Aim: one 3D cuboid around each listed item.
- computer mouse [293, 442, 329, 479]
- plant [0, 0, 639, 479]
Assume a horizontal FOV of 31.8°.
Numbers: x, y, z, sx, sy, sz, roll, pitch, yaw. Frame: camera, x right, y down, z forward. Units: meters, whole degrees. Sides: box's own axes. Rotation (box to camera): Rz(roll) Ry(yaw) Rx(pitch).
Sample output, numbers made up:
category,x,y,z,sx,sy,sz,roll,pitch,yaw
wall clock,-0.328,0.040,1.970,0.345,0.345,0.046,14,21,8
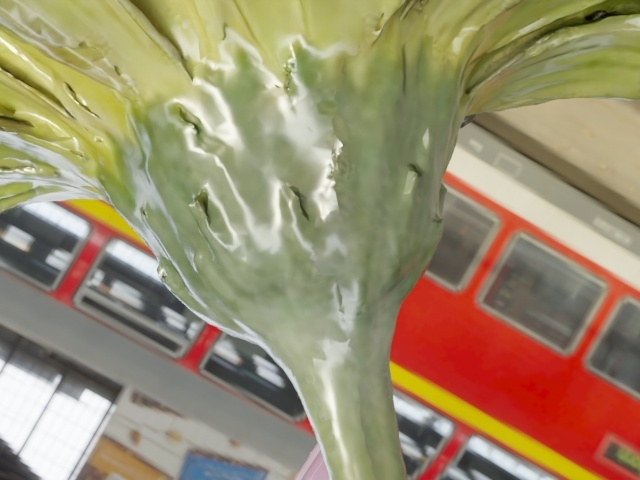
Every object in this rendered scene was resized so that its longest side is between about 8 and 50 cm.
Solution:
category,x,y,z,sx,sy,sz,roll,pitch,yaw
computer mouse,-0.019,0.284,0.985,0.071,0.310,0.158,31,-175,-9
plant,0.009,-0.034,0.430,0.297,0.305,0.261,57,-145,-7
